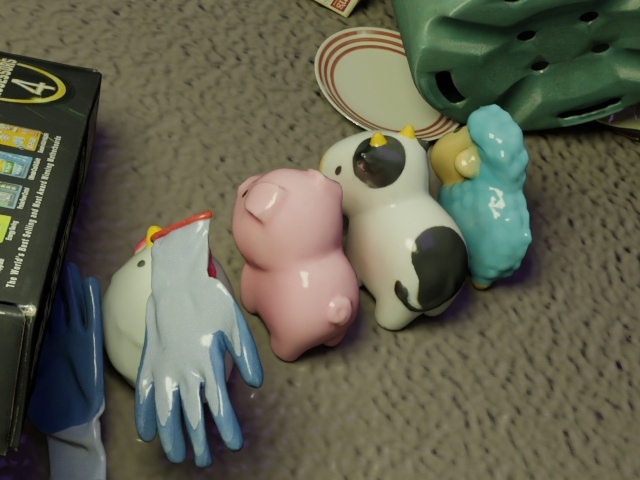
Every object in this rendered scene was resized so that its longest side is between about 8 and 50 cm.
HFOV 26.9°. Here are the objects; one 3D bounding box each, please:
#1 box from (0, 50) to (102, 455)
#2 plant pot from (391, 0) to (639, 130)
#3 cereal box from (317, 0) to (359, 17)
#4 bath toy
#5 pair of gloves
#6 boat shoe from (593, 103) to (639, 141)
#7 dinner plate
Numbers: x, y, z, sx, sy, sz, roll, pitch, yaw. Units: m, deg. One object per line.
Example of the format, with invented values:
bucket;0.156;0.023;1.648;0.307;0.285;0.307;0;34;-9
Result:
box;-0.306;-0.034;0.797;0.318;0.097;0.395;9;24;-7
plant pot;0.178;-0.296;1.144;0.341;0.341;0.334;2;64;-19
cereal box;-0.052;-0.328;1.254;0.240;0.047;0.173;26;46;-13
bath toy;0.000;0.000;0.964;0.348;0.129;0.151;-21;61;-33
pair of gloves;-0.123;0.075;0.840;0.023;0.198;0.159;22;53;-55
boat shoe;0.278;-0.118;1.232;0.133;0.042;0.049;16;72;-6
dinner plate;0.061;-0.135;1.179;0.141;0.017;0.141;10;48;-11
